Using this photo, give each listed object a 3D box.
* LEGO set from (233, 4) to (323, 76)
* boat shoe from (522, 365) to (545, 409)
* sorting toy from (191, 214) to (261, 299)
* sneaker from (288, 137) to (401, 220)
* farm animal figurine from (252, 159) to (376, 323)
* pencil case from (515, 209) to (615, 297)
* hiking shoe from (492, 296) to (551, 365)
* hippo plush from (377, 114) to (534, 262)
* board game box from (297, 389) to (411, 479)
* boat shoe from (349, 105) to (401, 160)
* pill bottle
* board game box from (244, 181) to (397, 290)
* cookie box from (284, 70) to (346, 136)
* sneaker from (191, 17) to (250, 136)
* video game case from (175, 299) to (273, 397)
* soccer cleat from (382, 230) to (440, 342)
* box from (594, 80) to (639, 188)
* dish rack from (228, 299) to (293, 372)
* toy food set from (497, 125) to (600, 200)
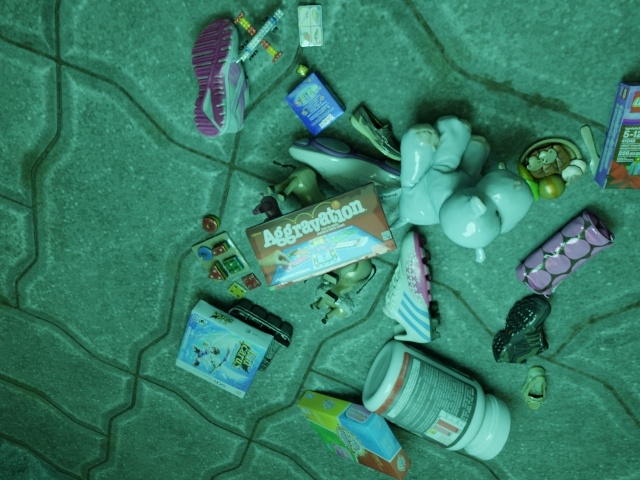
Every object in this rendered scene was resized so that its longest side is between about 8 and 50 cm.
[{"bbox_3d":[-0.086,-0.456,0.862,0.183,0.060,0.244,-2,117,1],"label":"LEGO set"},{"bbox_3d":[0.603,0.423,1.198,0.056,0.048,0.152,4,119,13],"label":"boat shoe"},{"bbox_3d":[-0.289,0.066,1.237,0.132,0.046,0.274,-21,112,25],"label":"sorting toy"},{"bbox_3d":[0.063,-0.137,0.987,0.305,0.114,0.152,22,121,2],"label":"sneaker"},{"bbox_3d":[0.000,0.000,1.028,0.327,0.172,0.330,42,146,16],"label":"farm animal figurine"},{"bbox_3d":[0.554,0.034,0.969,0.098,0.095,0.209,53,127,24],"label":"pencil case"},{"bbox_3d":[0.538,0.235,1.102,0.114,0.086,0.226,12,128,-8],"label":"hiking shoe"},{"bbox_3d":[0.260,-0.102,0.829,0.294,0.236,0.234,-27,121,-8],"label":"hippo plush"},{"bbox_3d":[0.099,0.607,1.353,0.317,0.064,0.242,-7,120,48],"label":"board game box"},{"bbox_3d":[0.133,-0.237,0.947,0.152,0.056,0.049,36,127,-6],"label":"boat shoe"},{"bbox_3d":[0.319,0.447,1.193,0.363,0.210,0.210,28,122,-1],"label":"pill bottle"},{"bbox_3d":[-0.001,-0.005,0.881,0.282,0.027,0.145,-20,99,11],"label":"board game box"},{"bbox_3d":[-0.011,-0.304,0.956,0.092,0.040,0.107,-33,106,28],"label":"cookie box"},{"bbox_3d":[-0.214,-0.354,0.953,0.103,0.111,0.252,11,100,24],"label":"sneaker"},{"bbox_3d":[-0.299,0.338,1.305,0.245,0.061,0.269,26,125,0],"label":"video game case"},{"bbox_3d":[0.220,0.134,1.098,0.143,0.116,0.331,-6,117,18],"label":"soccer cleat"},{"bbox_3d":[0.707,-0.197,0.807,0.294,0.057,0.200,1,119,10],"label":"box"},{"bbox_3d":[-0.219,0.320,1.346,0.208,0.074,0.271,32,123,-2],"label":"dish rack"},{"bbox_3d":[0.490,-0.151,0.910,0.192,0.038,0.132,-24,110,25],"label":"toy food set"}]
